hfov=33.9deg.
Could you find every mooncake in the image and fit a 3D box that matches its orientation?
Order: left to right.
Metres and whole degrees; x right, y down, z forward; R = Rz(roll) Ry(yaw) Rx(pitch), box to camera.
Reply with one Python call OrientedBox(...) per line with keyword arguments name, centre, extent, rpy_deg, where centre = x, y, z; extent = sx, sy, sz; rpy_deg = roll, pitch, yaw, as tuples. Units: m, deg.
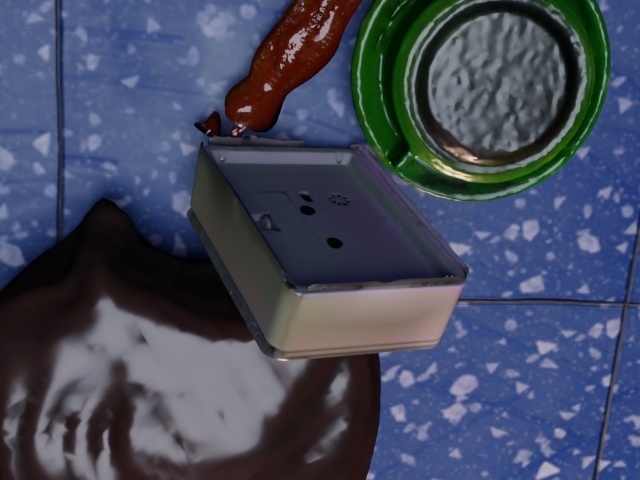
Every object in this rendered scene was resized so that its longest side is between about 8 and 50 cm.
OrientedBox(name="mooncake", centre=(-0.103, 0.124, 0.837), extent=(0.334, 0.174, 0.326), rpy_deg=(-41, 107, 9))

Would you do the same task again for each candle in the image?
OrientedBox(name="candle", centre=(0.021, -0.201, 0.803), extent=(0.051, 0.048, 0.329), rpy_deg=(27, 106, -43))

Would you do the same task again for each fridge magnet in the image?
OrientedBox(name="fridge magnet", centre=(0.127, -0.128, 0.818), extent=(0.208, 0.088, 0.208), rpy_deg=(-2, 110, -7))

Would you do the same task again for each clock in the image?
OrientedBox(name="clock", centre=(0.000, 0.000, 0.774), extent=(0.147, 0.192, 0.071), rpy_deg=(-2, 125, -28))
